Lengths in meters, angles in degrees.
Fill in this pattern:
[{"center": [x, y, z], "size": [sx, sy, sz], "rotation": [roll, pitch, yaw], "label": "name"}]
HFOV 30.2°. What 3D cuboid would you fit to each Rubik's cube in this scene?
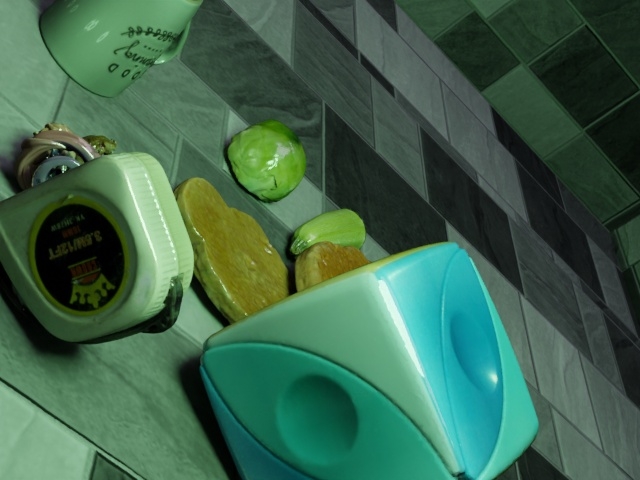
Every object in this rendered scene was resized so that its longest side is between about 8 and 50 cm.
[{"center": [0.077, 0.222, 1.738], "size": [0.352, 0.347, 0.351], "rotation": [-17, 83, -61], "label": "Rubik's cube"}]

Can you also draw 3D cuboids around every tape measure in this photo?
[{"center": [-0.297, 0.027, 1.520], "size": [0.133, 0.271, 0.231], "rotation": [-20, 91, -67], "label": "tape measure"}]

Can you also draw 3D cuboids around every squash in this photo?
[{"center": [0.000, 0.000, 2.276], "size": [0.094, 0.094, 0.224], "rotation": [58, 30, 7], "label": "squash"}]

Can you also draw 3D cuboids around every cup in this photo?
[{"center": [-0.303, -0.376, 2.014], "size": [0.258, 0.234, 0.186], "rotation": [11, 49, -60], "label": "cup"}]

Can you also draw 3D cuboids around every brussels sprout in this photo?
[{"center": [-0.093, -0.157, 2.247], "size": [0.151, 0.122, 0.149], "rotation": [49, 22, -15], "label": "brussels sprout"}]

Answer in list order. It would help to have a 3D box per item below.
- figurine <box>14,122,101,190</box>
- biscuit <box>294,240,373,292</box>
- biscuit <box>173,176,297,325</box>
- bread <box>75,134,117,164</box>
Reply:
[{"center": [-0.384, -0.112, 1.691], "size": [0.157, 0.114, 0.126], "rotation": [39, -29, 47], "label": "figurine"}, {"center": [0.085, 0.161, 2.182], "size": [0.455, 0.078, 0.349], "rotation": [32, 38, -56], "label": "biscuit"}, {"center": [-0.127, 0.060, 1.982], "size": [0.376, 0.051, 0.269], "rotation": [54, 22, -10], "label": "biscuit"}, {"center": [-0.342, -0.119, 1.812], "size": [0.082, 0.060, 0.113], "rotation": [31, 34, -47], "label": "bread"}]
